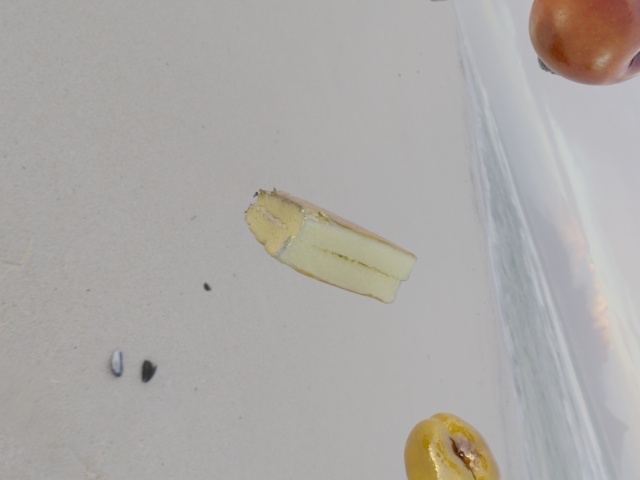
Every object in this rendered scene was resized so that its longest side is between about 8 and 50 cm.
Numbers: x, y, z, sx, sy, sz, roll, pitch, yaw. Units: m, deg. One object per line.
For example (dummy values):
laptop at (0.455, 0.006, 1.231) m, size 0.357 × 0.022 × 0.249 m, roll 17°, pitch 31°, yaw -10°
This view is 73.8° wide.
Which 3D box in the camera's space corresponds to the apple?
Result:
apple at (0.320, -0.249, 0.459) m, size 0.139 × 0.164 × 0.163 m, roll 61°, pitch 24°, yaw 10°

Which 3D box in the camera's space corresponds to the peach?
peach at (0.233, 0.398, 0.763) m, size 0.180 × 0.103 × 0.179 m, roll 18°, pitch 37°, yaw -14°

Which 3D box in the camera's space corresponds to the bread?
bread at (0.000, 0.000, 0.765) m, size 0.246 × 0.239 × 0.110 m, roll 23°, pitch 94°, yaw -30°

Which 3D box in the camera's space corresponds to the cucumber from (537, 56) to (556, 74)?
cucumber at (0.563, -0.410, 0.982) m, size 0.069 × 0.069 × 0.227 m, roll 56°, pitch 17°, yaw -28°
